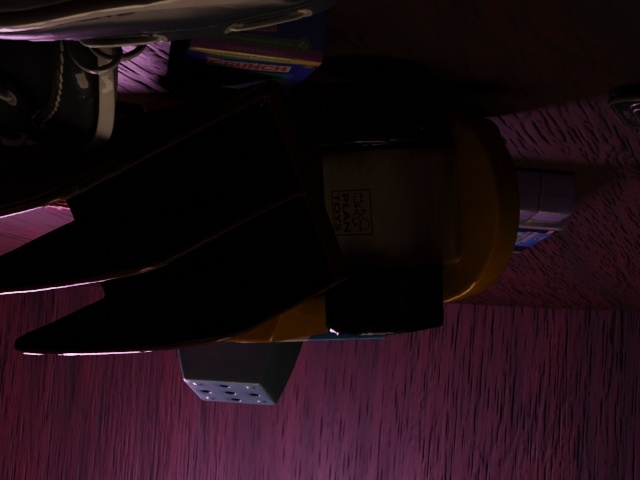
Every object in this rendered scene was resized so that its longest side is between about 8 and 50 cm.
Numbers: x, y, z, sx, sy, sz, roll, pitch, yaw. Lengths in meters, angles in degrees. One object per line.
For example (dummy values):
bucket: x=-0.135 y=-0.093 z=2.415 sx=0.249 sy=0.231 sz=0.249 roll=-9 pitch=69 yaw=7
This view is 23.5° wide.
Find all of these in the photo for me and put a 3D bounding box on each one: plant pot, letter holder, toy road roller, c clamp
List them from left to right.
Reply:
letter holder: x=-0.171 y=0.009 z=1.120 sx=0.214 sy=0.152 sz=0.302 roll=-29 pitch=-166 yaw=-38
plant pot: x=-0.104 y=0.091 z=2.038 sx=0.165 sy=0.234 sz=0.166 roll=3 pitch=160 yaw=12
toy road roller: x=0.017 y=-0.026 z=1.307 sx=0.329 sy=0.202 sz=0.240 roll=-1 pitch=-177 yaw=37
c clamp: x=0.303 y=-0.100 z=1.235 sx=0.137 sy=0.022 sz=0.161 roll=7 pitch=177 yaw=25

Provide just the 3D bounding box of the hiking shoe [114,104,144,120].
hiking shoe: x=-0.167 y=-0.051 z=1.438 sx=0.227 sy=0.114 sz=0.086 roll=22 pitch=164 yaw=-31

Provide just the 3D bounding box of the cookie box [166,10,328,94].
cookie box: x=-0.052 y=-0.134 z=1.058 sx=0.092 sy=0.040 sz=0.107 roll=6 pitch=172 yaw=-13

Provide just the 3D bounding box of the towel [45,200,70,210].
towel: x=-0.316 y=-0.045 z=1.755 sx=0.275 sy=0.031 sz=0.199 roll=8 pitch=178 yaw=-10

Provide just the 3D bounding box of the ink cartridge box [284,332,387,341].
ink cartridge box: x=-0.013 y=-0.004 z=1.426 sx=0.140 sy=0.190 sz=0.082 roll=-1 pitch=180 yaw=-7

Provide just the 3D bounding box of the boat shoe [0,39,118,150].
boat shoe: x=-0.195 y=-0.111 z=1.030 sx=0.091 sy=0.114 sz=0.302 roll=0 pitch=174 yaw=-16

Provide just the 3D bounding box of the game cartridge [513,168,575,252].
game cartridge: x=0.145 y=-0.032 z=1.751 sx=0.230 sy=0.068 sz=0.355 roll=9 pitch=173 yaw=-3

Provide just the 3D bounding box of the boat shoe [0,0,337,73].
boat shoe: x=-0.113 y=-0.143 z=0.816 sx=0.254 sy=0.095 sz=0.079 roll=-6 pitch=160 yaw=10
